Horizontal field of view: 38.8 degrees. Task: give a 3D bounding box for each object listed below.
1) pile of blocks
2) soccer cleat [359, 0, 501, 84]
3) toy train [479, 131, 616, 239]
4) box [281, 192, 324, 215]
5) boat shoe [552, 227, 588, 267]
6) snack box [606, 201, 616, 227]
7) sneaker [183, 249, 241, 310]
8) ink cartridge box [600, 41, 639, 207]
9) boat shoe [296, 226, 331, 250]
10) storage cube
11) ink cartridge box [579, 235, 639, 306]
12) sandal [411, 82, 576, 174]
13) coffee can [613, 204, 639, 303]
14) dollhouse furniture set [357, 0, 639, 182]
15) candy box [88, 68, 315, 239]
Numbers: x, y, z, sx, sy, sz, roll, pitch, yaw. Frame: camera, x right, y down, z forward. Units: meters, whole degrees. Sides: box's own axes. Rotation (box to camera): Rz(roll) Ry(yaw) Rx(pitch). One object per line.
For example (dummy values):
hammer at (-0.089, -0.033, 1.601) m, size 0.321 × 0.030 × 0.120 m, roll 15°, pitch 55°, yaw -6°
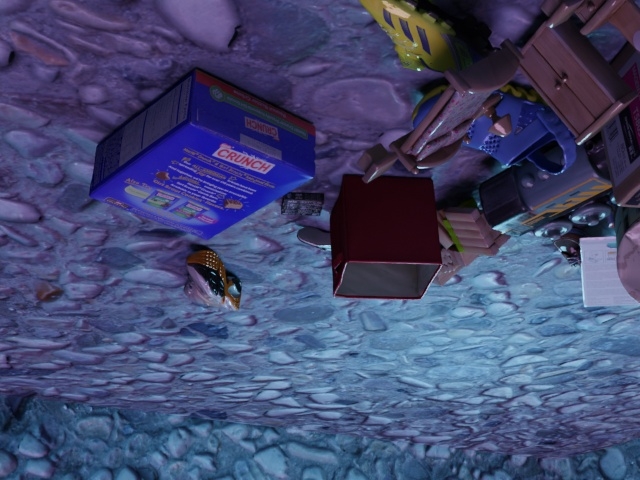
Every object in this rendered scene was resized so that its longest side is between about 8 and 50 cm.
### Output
pile of blocks at (0.294, -0.016, 1.946) m, size 0.113 × 0.149 × 0.362 m, roll -39°, pitch 177°, yaw -23°
soccer cleat at (0.142, -0.299, 1.326) m, size 0.289 × 0.093 × 0.121 m, roll 19°, pitch 134°, yaw -40°
toy train at (0.457, -0.103, 1.686) m, size 0.190 × 0.142 × 0.334 m, roll 11°, pitch 152°, yaw -40°
box at (-0.037, -0.074, 1.869) m, size 0.083 × 0.018 × 0.067 m, roll 2°, pitch 154°, yaw -7°
boat shoe at (0.585, 0.024, 2.057) m, size 0.183 × 0.066 × 0.066 m, roll 21°, pitch 145°, yaw -39°
snack box at (0.685, -0.065, 1.885) m, size 0.178 × 0.064 × 0.022 m, roll -4°, pitch 154°, yaw 4°
sneaker at (-0.278, 0.103, 2.134) m, size 0.121 × 0.099 × 0.262 m, roll -4°, pitch 153°, yaw 14°
ink cartridge box at (0.522, -0.195, 1.414) m, size 0.088 × 0.234 × 0.193 m, roll 3°, pitch 153°, yaw -12°
boat shoe at (0.000, 0.000, 1.997) m, size 0.125 × 0.046 × 0.038 m, roll 4°, pitch 150°, yaw -31°
storage cube at (0.127, -0.003, 1.830) m, size 0.215 × 0.193 × 0.183 m, roll 1°, pitch 154°, yaw -8°
ink cartridge box at (0.668, 0.053, 1.992) m, size 0.189 × 0.066 × 0.232 m, roll -3°, pitch 132°, yaw 17°
sandal at (0.312, -0.188, 1.531) m, size 0.317 × 0.138 × 0.126 m, roll 2°, pitch 156°, yaw -5°
coffee can at (0.658, -0.002, 1.709) m, size 0.201 × 0.201 × 0.275 m, roll -13°, pitch -167°, yaw 21°
dollhouse furniture set at (0.276, -0.186, 1.287) m, size 0.355 × 0.174 × 0.303 m, roll -31°, pitch 168°, yaw -32°
candy box at (-0.209, -0.140, 1.609) m, size 0.268 × 0.122 × 0.317 m, roll 22°, pitch 146°, yaw -38°
